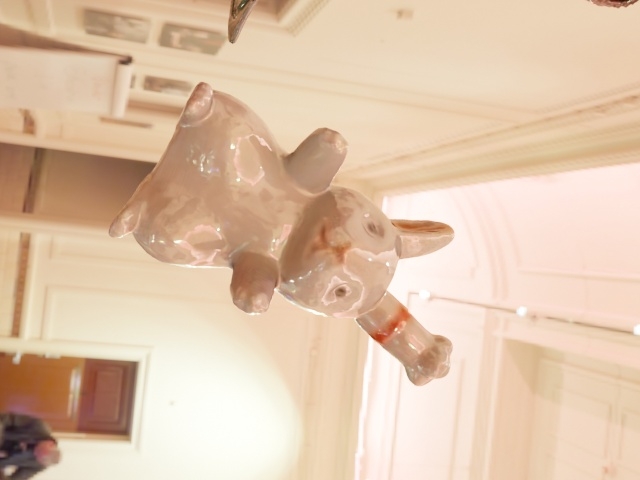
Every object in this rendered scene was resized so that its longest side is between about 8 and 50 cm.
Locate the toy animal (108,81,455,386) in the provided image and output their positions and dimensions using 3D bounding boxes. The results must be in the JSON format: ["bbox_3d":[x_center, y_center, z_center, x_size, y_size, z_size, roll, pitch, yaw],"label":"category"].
[{"bbox_3d":[-0.007,-0.004,0.619,0.140,0.282,0.138,-61,173,-1],"label":"toy animal"}]

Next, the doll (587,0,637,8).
[{"bbox_3d":[0.217,-0.201,0.506,0.139,0.165,0.057,104,-16,-48],"label":"doll"}]

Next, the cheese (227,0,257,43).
[{"bbox_3d":[-0.025,-0.178,0.518,0.121,0.026,0.067,-35,-139,44],"label":"cheese"}]
